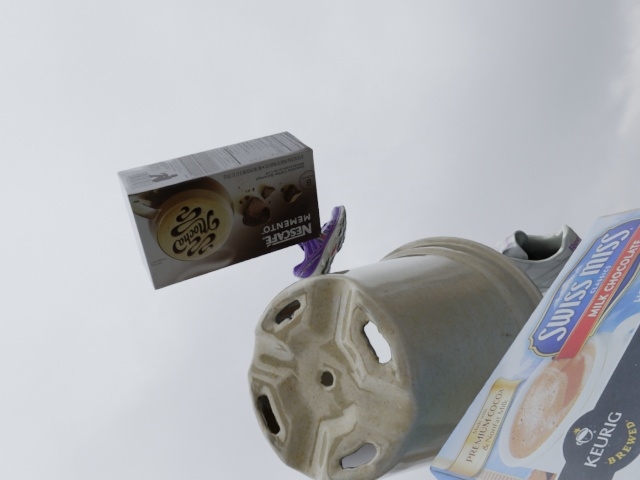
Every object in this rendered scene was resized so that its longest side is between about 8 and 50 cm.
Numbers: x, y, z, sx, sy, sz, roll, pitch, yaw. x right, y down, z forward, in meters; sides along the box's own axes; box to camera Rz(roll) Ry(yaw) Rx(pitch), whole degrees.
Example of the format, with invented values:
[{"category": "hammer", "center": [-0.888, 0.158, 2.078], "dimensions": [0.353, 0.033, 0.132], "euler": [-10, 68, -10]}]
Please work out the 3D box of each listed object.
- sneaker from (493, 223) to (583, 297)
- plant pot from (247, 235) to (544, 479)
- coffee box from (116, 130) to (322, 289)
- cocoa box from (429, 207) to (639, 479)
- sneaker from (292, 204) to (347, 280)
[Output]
[{"category": "sneaker", "center": [0.306, 0.054, 0.986], "dimensions": [0.152, 0.305, 0.114], "euler": [55, -149, -26]}, {"category": "plant pot", "center": [0.088, 0.152, 0.718], "dimensions": [0.305, 0.333, 0.334], "euler": [5, -86, -53]}, {"category": "coffee box", "center": [-0.158, -0.057, 0.946], "dimensions": [0.297, 0.119, 0.168], "euler": [-17, -59, -20]}, {"category": "cocoa box", "center": [0.310, 0.146, 0.473], "dimensions": [0.347, 0.228, 0.231], "euler": [-45, -77, -26]}, {"category": "sneaker", "center": [0.000, 0.000, 1.022], "dimensions": [0.068, 0.071, 0.170], "euler": [87, -155, -55]}]
